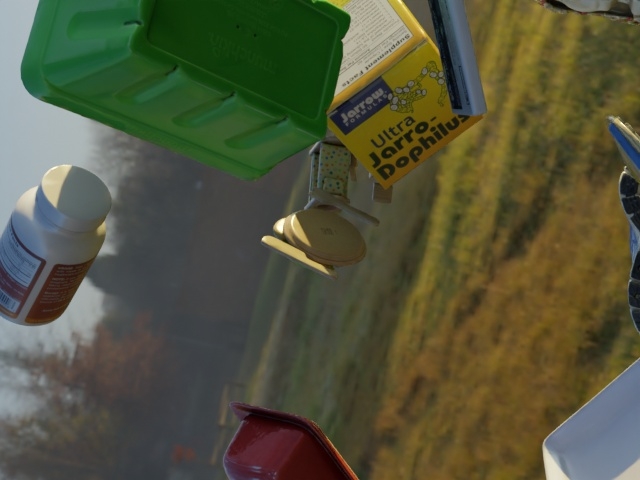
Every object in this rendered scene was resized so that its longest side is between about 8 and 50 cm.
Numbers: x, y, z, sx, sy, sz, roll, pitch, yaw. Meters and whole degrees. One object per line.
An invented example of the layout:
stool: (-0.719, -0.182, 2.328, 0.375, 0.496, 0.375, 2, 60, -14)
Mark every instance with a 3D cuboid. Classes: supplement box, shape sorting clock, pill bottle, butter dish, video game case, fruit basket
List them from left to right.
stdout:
pill bottle: (-0.351, 0.006, 1.511, 0.216, 0.121, 0.121, -52, 20, 39)
fruit basket: (-0.193, -0.253, 1.455, 0.392, 0.392, 0.282, 126, 157, -79)
butter dish: (-0.044, 0.264, 1.251, 0.160, 0.160, 0.118, 0, 41, 53)
supplement box: (0.069, -0.289, 1.830, 0.194, 0.195, 0.356, -37, 44, 11)
video game case: (0.171, -0.254, 1.491, 0.173, 0.022, 0.190, -110, 6, -83)
shape sorting clock: (0.442, -0.084, 1.535, 0.040, 0.206, 0.206, -34, 15, 10)

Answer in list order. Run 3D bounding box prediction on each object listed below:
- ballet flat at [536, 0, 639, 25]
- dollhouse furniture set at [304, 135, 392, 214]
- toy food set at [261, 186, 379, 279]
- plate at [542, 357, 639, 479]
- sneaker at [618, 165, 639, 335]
ballet flat: (0.411, -0.333, 1.615, 0.077, 0.241, 0.091, -73, -15, -57)
dollhouse furniture set: (0.063, -0.068, 1.975, 0.101, 0.161, 0.181, 137, 139, -71)
toy food set: (0.000, 0.000, 1.640, 0.192, 0.132, 0.038, -47, -18, -55)
plate: (0.407, 0.299, 1.525, 0.277, 0.045, 0.278, -49, 23, 32)
sneaker: (0.566, 0.034, 1.900, 0.147, 0.130, 0.330, 36, -130, -60)
